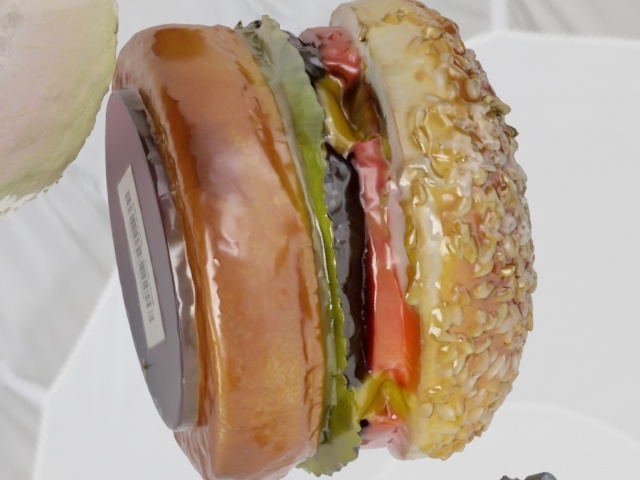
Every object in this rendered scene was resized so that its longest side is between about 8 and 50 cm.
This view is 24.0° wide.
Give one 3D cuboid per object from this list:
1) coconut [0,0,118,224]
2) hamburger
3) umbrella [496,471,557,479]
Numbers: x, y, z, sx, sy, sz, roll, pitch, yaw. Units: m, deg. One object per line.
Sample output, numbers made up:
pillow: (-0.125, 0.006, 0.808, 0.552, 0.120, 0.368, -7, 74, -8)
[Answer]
coconut: (-0.288, -0.110, 0.801, 0.297, 0.297, 0.309, -34, 179, 30)
hamburger: (0.000, 0.000, 1.016, 0.250, 0.330, 0.330, -11, 164, -16)
umbrella: (0.170, 0.304, 1.656, 0.224, 0.071, 0.080, -28, 174, 37)
